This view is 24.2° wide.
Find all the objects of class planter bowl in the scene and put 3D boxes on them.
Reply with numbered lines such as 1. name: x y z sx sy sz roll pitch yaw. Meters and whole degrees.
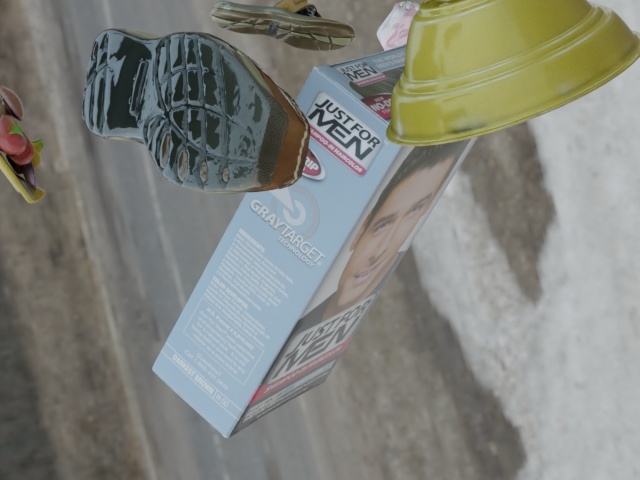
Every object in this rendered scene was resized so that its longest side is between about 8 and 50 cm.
1. planter bowl: 0.137 -0.160 1.172 0.090 0.217 0.217 67 165 -16

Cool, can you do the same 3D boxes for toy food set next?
1. toy food set: -0.390 -0.133 1.879 0.128 0.071 0.218 50 172 23

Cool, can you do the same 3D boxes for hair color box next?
1. hair color box: 0.000 0.000 1.442 0.113 0.185 0.374 40 121 17

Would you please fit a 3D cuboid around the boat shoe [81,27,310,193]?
1. boat shoe: -0.089 -0.113 1.253 0.324 0.120 0.123 31 108 55

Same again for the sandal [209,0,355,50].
1. sandal: -0.042 -0.268 1.787 0.072 0.180 0.049 137 141 -69

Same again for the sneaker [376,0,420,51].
1. sneaker: 0.120 -0.246 1.630 0.070 0.134 0.051 55 -169 7
